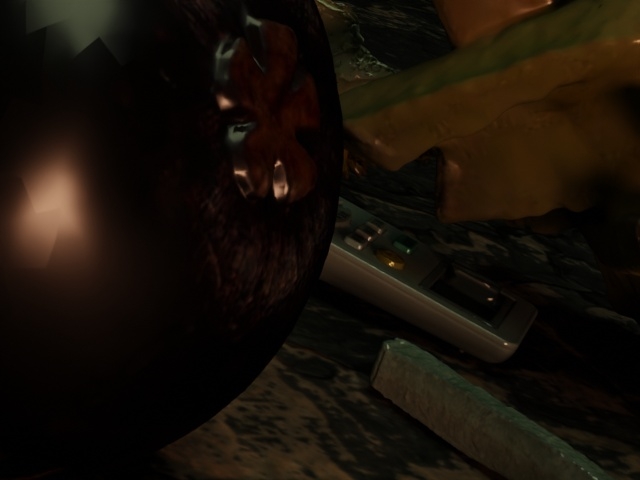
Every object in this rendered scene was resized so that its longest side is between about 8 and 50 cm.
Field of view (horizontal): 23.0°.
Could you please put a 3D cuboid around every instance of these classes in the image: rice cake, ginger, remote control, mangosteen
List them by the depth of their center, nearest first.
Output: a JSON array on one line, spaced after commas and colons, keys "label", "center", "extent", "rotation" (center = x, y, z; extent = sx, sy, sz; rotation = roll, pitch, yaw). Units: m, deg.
[{"label": "mangosteen", "center": [-0.142, -0.031, 0.657], "extent": [0.302, 0.275, 0.275], "rotation": [-4, 4, 29]}, {"label": "rice cake", "center": [0.092, 0.103, 0.834], "extent": [0.171, 0.033, 0.029], "rotation": [32, 16, 36]}, {"label": "ginger", "center": [0.202, -0.017, 0.997], "extent": [0.413, 0.358, 0.211], "rotation": [39, 57, 11]}, {"label": "remote control", "center": [0.001, -0.001, 1.032], "extent": [0.293, 0.051, 0.103], "rotation": [27, 18, 10]}]

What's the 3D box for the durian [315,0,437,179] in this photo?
[{"label": "durian", "center": [-0.038, -0.122, 1.171], "extent": [0.306, 0.166, 0.172], "rotation": [28, 18, -5]}]
